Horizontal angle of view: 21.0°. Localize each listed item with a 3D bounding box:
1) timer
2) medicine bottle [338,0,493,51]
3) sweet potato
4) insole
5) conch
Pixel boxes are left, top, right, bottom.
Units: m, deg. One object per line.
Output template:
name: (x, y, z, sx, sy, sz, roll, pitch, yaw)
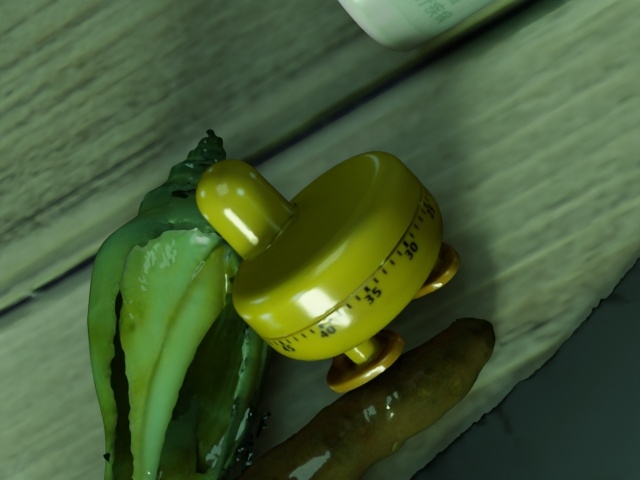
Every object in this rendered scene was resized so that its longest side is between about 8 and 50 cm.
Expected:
timer: (0.000, 0.000, 0.801, 0.107, 0.109, 0.107, -39, 19, 16)
medicine bottle: (0.117, -0.210, 0.805, 0.274, 0.133, 0.133, -31, 63, 16)
sweet potato: (-0.018, 0.133, 0.806, 0.075, 0.075, 0.269, 35, 85, 32)
insole: (0.154, 0.061, 0.774, 0.322, 0.007, 0.109, -42, 58, 11)
conch: (-0.069, 0.042, 0.860, 0.095, 0.079, 0.200, -7, 84, 21)
